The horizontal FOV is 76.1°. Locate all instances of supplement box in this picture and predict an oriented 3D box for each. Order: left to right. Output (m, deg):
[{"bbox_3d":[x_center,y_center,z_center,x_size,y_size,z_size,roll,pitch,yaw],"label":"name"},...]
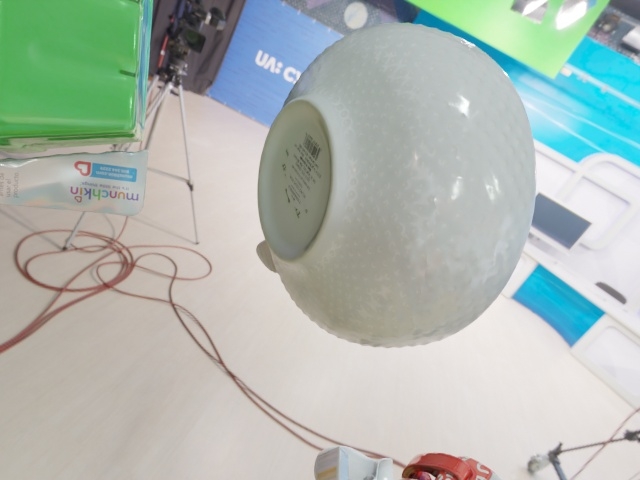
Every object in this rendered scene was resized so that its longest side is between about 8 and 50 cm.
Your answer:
[{"bbox_3d":[0.024,0.482,0.833,0.036,0.062,0.098,48,23,-21],"label":"supplement box"}]

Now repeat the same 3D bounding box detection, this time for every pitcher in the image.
[{"bbox_3d":[0.079,0.650,1.141,0.178,0.207,0.125,32,56,-57],"label":"pitcher"}]

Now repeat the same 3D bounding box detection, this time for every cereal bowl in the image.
[{"bbox_3d":[0.028,-0.055,0.431,0.141,0.339,0.339,1,35,-31],"label":"cereal bowl"}]

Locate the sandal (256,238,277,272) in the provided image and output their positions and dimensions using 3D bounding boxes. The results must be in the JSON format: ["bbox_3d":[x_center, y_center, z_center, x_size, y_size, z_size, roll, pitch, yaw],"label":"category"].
[{"bbox_3d":[-0.006,-0.008,0.691,0.102,0.265,0.076,58,45,-22],"label":"sandal"}]

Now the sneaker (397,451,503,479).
[{"bbox_3d":[0.025,0.178,0.223,0.270,0.090,0.145,31,44,-7],"label":"sneaker"}]

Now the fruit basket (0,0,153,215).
[{"bbox_3d":[-0.304,-0.193,0.291,0.353,0.327,0.165,4,7,-14],"label":"fruit basket"}]
